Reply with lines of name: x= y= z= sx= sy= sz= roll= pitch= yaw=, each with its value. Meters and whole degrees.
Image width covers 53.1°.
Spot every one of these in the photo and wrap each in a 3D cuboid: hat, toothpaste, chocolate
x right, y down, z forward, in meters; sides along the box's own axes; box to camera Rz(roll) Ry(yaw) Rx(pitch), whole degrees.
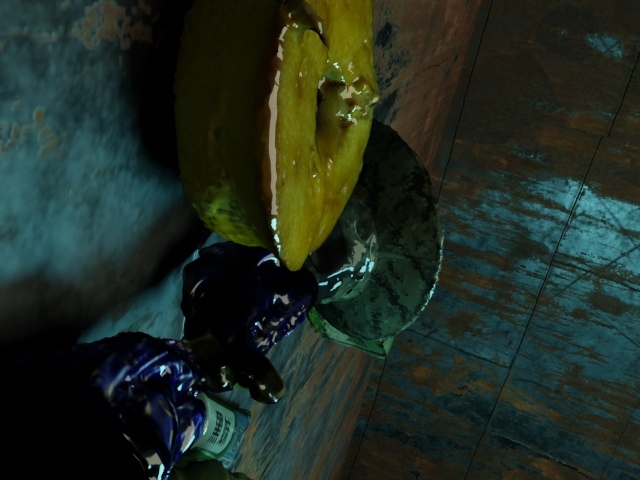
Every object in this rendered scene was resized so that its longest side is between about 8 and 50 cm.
hat: x=0.000 y=0.000 z=0.711 sx=0.128 sy=0.265 sz=0.265 roll=-13 pitch=127 yaw=-38
toothpaste: x=-0.124 y=0.220 z=0.729 sx=0.392 sy=0.061 sz=0.098 roll=81 pitch=28 yaw=-68
chocolate: x=-0.088 y=0.082 z=0.500 sx=0.343 sy=0.148 sz=0.126 roll=-42 pitch=148 yaw=-61

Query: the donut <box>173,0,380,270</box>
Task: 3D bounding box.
donut: x=-0.021 y=-0.105 z=0.505 sx=0.253 sy=0.118 sz=0.253 roll=5 pitch=90 yaw=-72

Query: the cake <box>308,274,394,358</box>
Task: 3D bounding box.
cake: x=0.066 y=0.080 z=1.138 sx=0.283 sy=0.158 sz=0.172 roll=69 pitch=40 yaw=-66

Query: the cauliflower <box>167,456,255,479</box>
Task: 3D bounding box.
cauliflower: x=-0.105 y=0.317 z=0.512 sx=0.256 sy=0.239 sz=0.315 roll=25 pitch=39 yaw=-51
